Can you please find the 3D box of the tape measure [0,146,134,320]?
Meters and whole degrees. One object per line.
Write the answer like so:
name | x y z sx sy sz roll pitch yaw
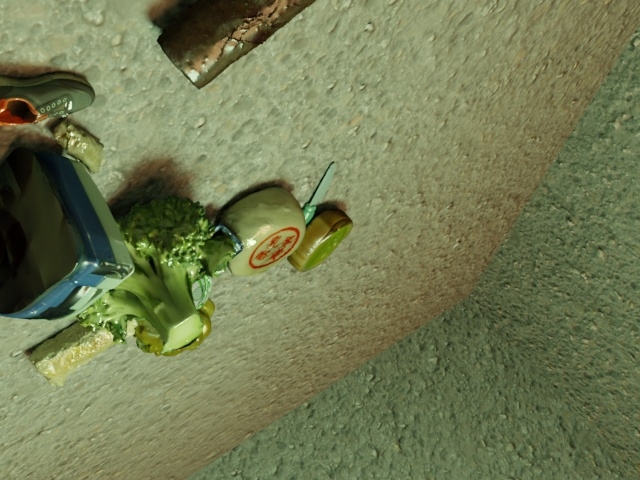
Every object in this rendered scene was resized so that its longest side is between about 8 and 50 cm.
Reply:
tape measure | -0.467 0.009 1.132 0.262 0.259 0.138 -40 155 21

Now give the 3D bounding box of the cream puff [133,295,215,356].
cream puff | -0.382 0.217 1.751 0.221 0.195 0.195 -27 154 -17

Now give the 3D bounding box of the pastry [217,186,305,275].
pastry | -0.153 -0.018 1.719 0.264 0.133 0.265 -31 159 -14

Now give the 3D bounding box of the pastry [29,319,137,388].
pastry | -0.571 0.245 1.615 0.258 0.089 0.121 -37 153 -8

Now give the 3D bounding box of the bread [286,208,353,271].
bread | 0.000 0.000 1.999 0.236 0.070 0.236 -41 167 -11

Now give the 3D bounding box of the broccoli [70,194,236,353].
broccoli | -0.351 0.060 1.401 0.338 0.317 0.277 -57 156 -25

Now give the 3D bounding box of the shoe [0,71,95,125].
shoe | -0.432 -0.209 1.028 0.194 0.077 0.074 -12 144 -46

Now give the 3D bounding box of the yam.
yam | -0.133 -0.379 1.112 0.279 0.131 0.131 -38 157 1

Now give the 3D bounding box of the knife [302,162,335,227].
knife | -0.011 -0.115 1.881 0.063 0.034 0.260 -13 142 -53

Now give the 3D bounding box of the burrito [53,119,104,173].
burrito | -0.418 -0.164 1.176 0.055 0.041 0.149 -25 159 0

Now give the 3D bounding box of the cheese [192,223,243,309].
cheese | -0.331 0.081 1.605 0.320 0.083 0.204 -36 119 12
